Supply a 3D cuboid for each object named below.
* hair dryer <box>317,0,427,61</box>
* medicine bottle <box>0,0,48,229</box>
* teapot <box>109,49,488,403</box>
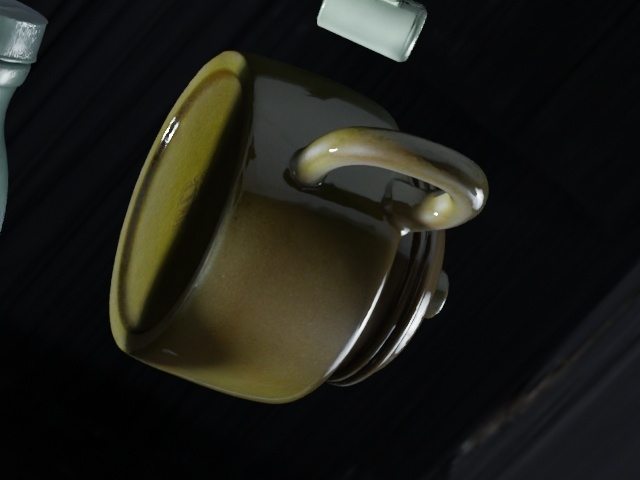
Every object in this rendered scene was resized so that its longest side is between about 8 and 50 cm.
[{"bbox_3d":[0.044,-0.169,0.853,0.063,0.124,0.038,23,-138,1],"label":"hair dryer"},{"bbox_3d":[-0.195,-0.014,0.662,0.090,0.217,0.090,22,-167,-5],"label":"medicine bottle"},{"bbox_3d":[0.000,0.000,0.792,0.175,0.185,0.267,18,156,-24],"label":"teapot"}]
